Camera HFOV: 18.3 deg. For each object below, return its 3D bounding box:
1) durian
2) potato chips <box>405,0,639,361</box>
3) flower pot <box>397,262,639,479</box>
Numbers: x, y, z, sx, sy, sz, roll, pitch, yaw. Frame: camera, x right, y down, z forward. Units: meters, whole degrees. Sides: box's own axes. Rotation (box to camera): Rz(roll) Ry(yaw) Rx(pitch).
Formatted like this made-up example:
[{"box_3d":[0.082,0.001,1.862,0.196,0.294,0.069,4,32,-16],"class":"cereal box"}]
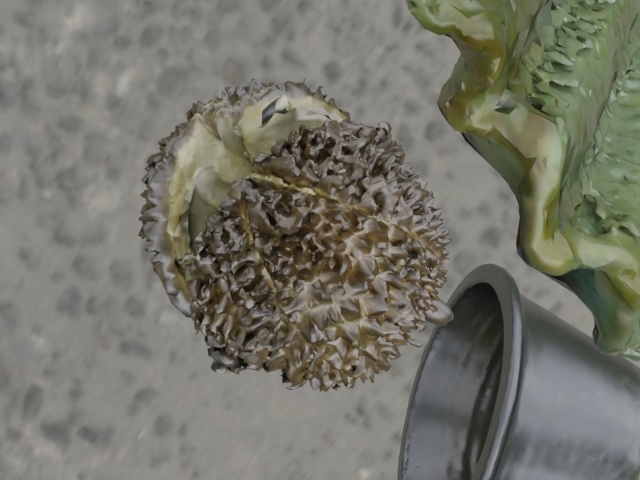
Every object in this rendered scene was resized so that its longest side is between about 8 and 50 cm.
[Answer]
[{"box_3d":[0.000,0.000,1.082,0.196,0.167,0.196,37,21,-16],"class":"durian"},{"box_3d":[0.104,-0.173,0.690,0.070,0.358,0.429,3,30,19],"class":"potato chips"},{"box_3d":[0.167,0.150,1.564,0.148,0.235,0.235,17,57,-13],"class":"flower pot"}]
